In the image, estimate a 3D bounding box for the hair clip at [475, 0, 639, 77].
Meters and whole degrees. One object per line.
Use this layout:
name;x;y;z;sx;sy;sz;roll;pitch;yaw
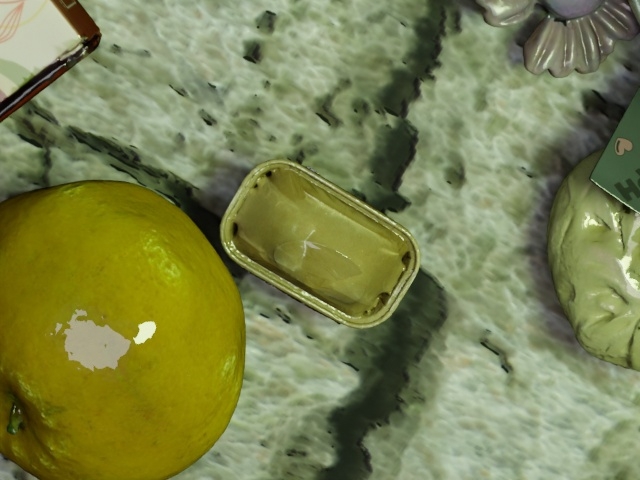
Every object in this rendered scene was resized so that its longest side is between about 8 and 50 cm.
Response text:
hair clip;0.178;-0.282;1.319;0.173;0.069;0.300;-41;102;6

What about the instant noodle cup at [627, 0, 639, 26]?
instant noodle cup;0.377;-0.243;1.235;0.231;0.243;0.243;-29;103;0

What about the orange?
orange;-0.194;0.078;1.307;0.279;0.235;0.279;23;137;23

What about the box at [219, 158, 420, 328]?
box;0.000;0.000;1.367;0.177;0.111;0.111;30;101;-9

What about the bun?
bun;0.315;0.023;1.375;0.237;0.116;0.210;26;101;-5

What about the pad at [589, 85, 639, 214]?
pad;0.357;-0.105;1.339;0.170;0.006;0.245;34;72;-8

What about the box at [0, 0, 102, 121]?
box;-0.440;-0.215;1.291;0.344;0.122;0.385;-37;102;8
